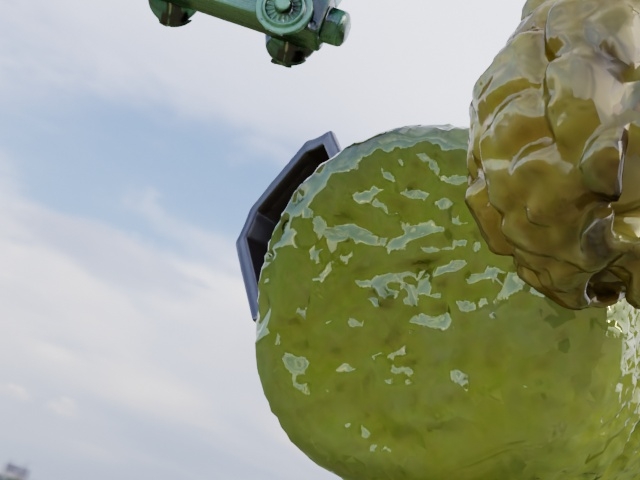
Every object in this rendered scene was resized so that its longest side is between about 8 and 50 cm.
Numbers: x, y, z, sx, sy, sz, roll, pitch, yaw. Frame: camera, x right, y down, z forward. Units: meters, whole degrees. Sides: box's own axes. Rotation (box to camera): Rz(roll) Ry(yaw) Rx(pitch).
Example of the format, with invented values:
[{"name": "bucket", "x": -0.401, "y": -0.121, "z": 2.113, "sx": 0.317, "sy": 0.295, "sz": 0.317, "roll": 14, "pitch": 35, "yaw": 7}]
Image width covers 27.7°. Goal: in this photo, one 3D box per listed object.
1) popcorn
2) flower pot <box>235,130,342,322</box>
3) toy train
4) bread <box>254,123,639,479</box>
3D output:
[{"name": "popcorn", "x": 0.206, "y": -0.069, "z": 0.775, "sx": 0.250, "sy": 0.250, "sz": 0.190, "roll": 30, "pitch": -8, "yaw": -36}, {"name": "flower pot", "x": 0.000, "y": 0.000, "z": 1.423, "sx": 0.084, "sy": 0.179, "sz": 0.251, "roll": 34, "pitch": 17, "yaw": -24}, {"name": "toy train", "x": -0.075, "y": -0.278, "z": 1.296, "sx": 0.248, "sy": 0.159, "sz": 0.101, "roll": 21, "pitch": -8, "yaw": 10}, {"name": "bread", "x": 0.136, "y": 0.065, "z": 1.052, "sx": 0.348, "sy": 0.348, "sz": 0.308, "roll": 8, "pitch": -8, "yaw": 25}]
